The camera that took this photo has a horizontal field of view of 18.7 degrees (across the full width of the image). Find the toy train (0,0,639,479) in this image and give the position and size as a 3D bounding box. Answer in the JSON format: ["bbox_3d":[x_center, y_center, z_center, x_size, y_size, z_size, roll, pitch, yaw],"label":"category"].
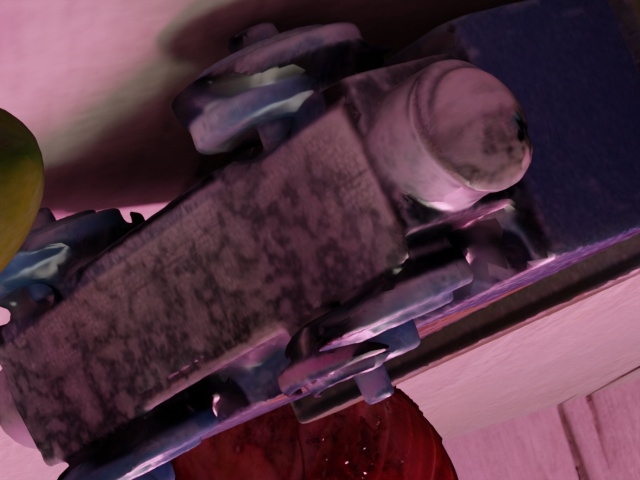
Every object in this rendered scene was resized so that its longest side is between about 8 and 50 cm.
[{"bbox_3d":[0.000,0.000,0.746,0.202,0.131,0.300,-19,173,-42],"label":"toy train"}]

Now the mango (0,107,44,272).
[{"bbox_3d":[-0.192,0.019,0.591,0.237,0.091,0.137,-18,175,-2],"label":"mango"}]

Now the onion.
[{"bbox_3d":[-0.014,0.171,1.398,0.252,0.219,0.252,9,137,8],"label":"onion"}]
